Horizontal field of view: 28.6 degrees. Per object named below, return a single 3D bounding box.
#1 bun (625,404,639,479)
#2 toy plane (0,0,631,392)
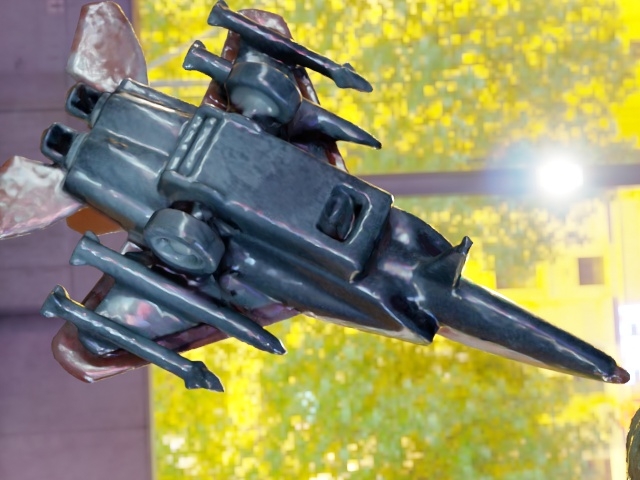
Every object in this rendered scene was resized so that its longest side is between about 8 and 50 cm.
[{"bbox_3d":[0.312,0.134,0.879,0.204,0.212,0.127,125,-46,-67],"label":"bun"},{"bbox_3d":[0.000,-0.003,0.609,0.104,0.326,0.223,89,24,-64],"label":"toy plane"}]
